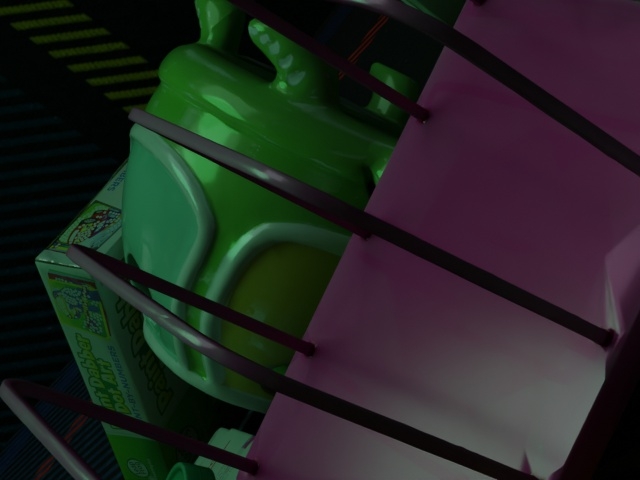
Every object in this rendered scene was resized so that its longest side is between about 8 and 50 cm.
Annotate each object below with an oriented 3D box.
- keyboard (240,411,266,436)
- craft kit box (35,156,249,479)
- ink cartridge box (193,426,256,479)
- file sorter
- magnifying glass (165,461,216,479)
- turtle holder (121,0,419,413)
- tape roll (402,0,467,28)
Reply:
[{"bbox_3d":[-0.053,0.160,1.096,0.180,0.023,0.108,-56,11,-9],"label":"keyboard"},{"bbox_3d":[-0.098,0.036,1.109,0.061,0.250,0.247,11,44,29],"label":"craft kit box"},{"bbox_3d":[-0.050,0.182,0.905,0.104,0.061,0.181,-56,12,-11],"label":"ink cartridge box"},{"bbox_3d":[0.017,-0.008,0.615,0.202,0.182,0.291,25,89,56],"label":"file sorter"},{"bbox_3d":[-0.098,0.239,0.808,0.092,0.026,0.231,-158,81,-74],"label":"magnifying glass"},{"bbox_3d":[0.007,0.000,0.909,0.243,0.320,0.227,13,-75,-55],"label":"turtle holder"},{"bbox_3d":[0.071,-0.270,1.229,0.100,0.286,0.286,-51,11,8],"label":"tape roll"}]
